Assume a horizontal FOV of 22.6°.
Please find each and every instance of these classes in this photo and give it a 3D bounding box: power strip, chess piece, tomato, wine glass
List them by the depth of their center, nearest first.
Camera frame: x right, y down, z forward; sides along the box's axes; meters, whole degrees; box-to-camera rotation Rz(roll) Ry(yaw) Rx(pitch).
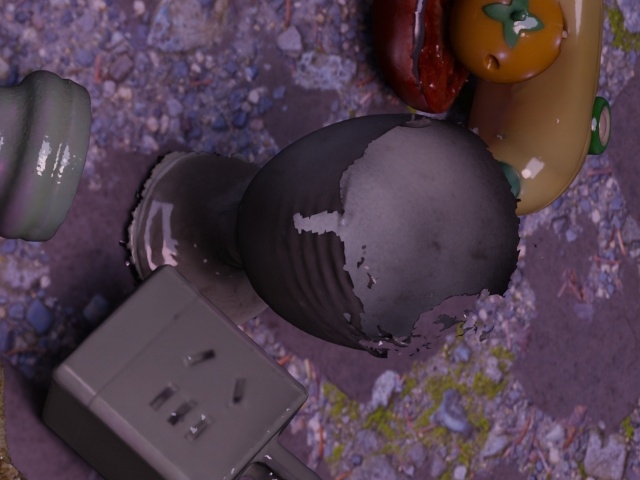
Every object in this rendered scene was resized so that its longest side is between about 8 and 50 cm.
[{"bbox_3d":[-0.324,-0.091,1.242,0.271,0.139,0.139,14,82,-22],"label":"chess piece"},{"bbox_3d":[-0.003,-0.005,1.308,0.190,0.357,0.191,-1,92,-36],"label":"wine glass"},{"bbox_3d":[-0.101,0.155,1.312,0.224,0.139,0.140,42,62,6],"label":"power strip"},{"bbox_3d":[0.091,-0.215,1.525,0.166,0.082,0.174,42,61,-61],"label":"tomato"}]

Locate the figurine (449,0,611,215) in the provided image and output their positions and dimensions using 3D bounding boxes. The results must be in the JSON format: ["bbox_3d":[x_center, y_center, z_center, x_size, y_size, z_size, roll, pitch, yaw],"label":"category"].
[{"bbox_3d":[0.193,-0.185,1.523,0.222,0.124,0.325,3,92,-63],"label":"figurine"}]

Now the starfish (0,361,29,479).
[{"bbox_3d":[-0.230,0.244,1.258,0.078,0.358,0.347,-27,142,6],"label":"starfish"}]
